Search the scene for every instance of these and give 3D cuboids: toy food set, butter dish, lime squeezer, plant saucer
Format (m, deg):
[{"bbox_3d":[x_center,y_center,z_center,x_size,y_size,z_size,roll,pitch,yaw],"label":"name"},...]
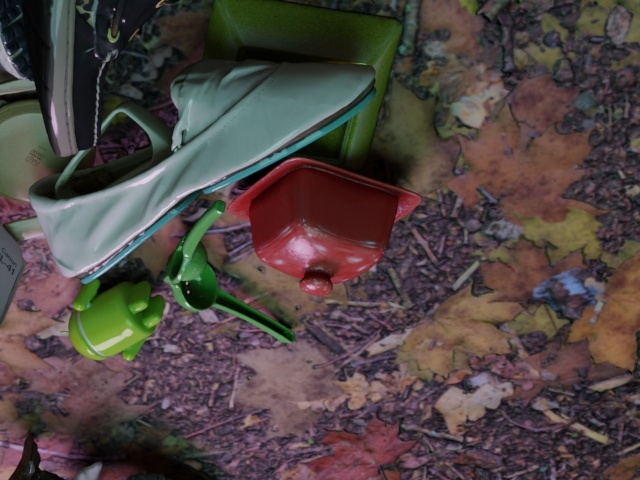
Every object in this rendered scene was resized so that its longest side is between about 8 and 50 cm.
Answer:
[{"bbox_3d":[-0.296,-0.094,1.860,0.132,0.038,0.192,-11,125,-1],"label":"toy food set"},{"bbox_3d":[0.000,0.000,1.860,0.160,0.118,0.160,18,150,-25],"label":"butter dish"},{"bbox_3d":[-0.117,0.038,1.922,0.110,0.059,0.310,20,158,22],"label":"lime squeezer"},{"bbox_3d":[-0.027,-0.144,1.812,0.188,0.045,0.188,8,129,-8],"label":"plant saucer"}]

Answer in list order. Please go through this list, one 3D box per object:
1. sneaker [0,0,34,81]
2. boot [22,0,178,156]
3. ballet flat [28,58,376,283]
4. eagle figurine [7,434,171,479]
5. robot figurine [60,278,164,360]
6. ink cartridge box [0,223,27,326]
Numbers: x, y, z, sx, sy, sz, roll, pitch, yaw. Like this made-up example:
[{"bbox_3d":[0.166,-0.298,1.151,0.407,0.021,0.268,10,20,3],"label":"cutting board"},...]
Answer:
[{"bbox_3d":[-0.329,-0.261,1.688,0.122,0.110,0.283,15,151,30],"label":"sneaker"},{"bbox_3d":[-0.118,-0.246,1.627,0.284,0.138,0.377,-6,126,-18],"label":"boot"},{"bbox_3d":[-0.133,-0.093,1.757,0.400,0.139,0.139,-30,125,28],"label":"ballet flat"},{"bbox_3d":[-0.253,0.362,2.151,0.298,0.225,0.226,37,110,-16],"label":"eagle figurine"},{"bbox_3d":[-0.226,0.088,1.989,0.115,0.067,0.101,-29,124,21],"label":"robot figurine"},{"bbox_3d":[-0.496,0.026,1.863,0.306,0.131,0.226,-18,127,27],"label":"ink cartridge box"}]
